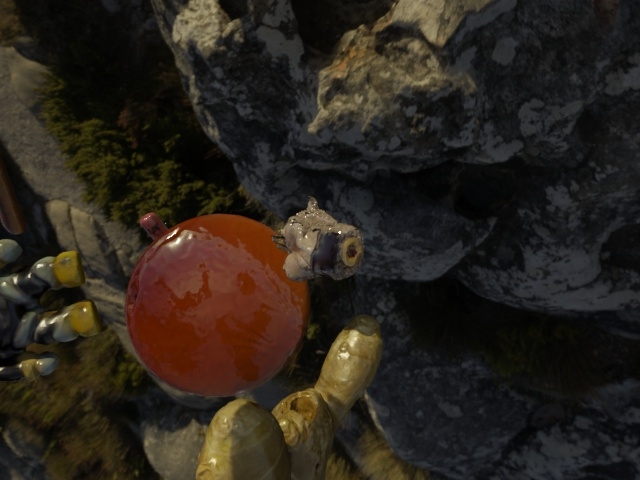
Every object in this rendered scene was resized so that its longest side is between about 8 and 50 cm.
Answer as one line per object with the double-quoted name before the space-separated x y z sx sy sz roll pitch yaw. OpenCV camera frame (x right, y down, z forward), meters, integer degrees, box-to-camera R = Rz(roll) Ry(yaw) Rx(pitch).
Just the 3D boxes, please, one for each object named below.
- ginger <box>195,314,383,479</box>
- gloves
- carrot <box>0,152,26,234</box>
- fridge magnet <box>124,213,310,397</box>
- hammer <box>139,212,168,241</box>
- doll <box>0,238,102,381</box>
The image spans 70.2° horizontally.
"ginger" -0.043 0.305 0.622 0.122 0.363 0.349 20 111 17
"gloves" 0.001 0.009 0.656 0.144 0.094 0.111 39 120 45
"carrot" -0.633 -0.104 0.908 0.043 0.043 0.248 21 133 4
"fridge magnet" -0.199 0.127 0.919 0.363 0.364 0.155 37 166 -8
"hammer" -0.342 -0.021 0.959 0.043 0.043 0.083 -23 114 31
"doll" -0.355 0.091 0.381 0.316 0.103 0.146 -16 121 -14
